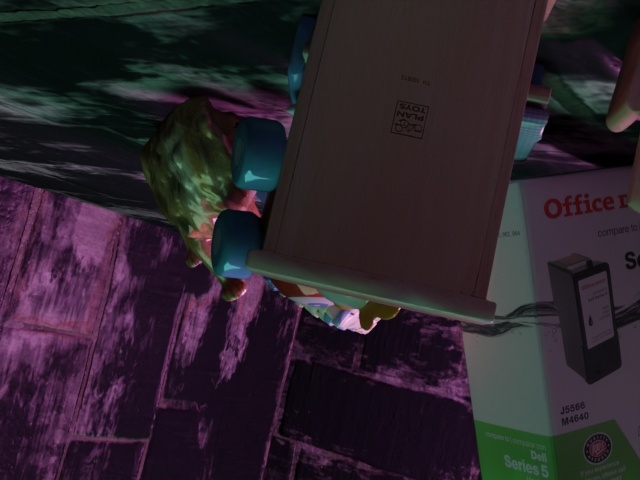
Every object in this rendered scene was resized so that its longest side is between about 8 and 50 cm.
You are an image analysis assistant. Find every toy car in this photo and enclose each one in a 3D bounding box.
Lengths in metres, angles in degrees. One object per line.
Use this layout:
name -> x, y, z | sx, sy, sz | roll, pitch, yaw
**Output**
toy car -> 0.025, 0.012, 0.825 | 0.219, 0.210, 0.238 | 7, -150, -18

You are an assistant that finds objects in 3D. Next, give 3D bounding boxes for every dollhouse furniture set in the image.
dollhouse furniture set -> 0.103, -0.038, 0.602 | 0.286, 0.198, 0.303 | 13, 174, 6

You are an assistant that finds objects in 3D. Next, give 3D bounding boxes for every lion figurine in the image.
lion figurine -> -0.164, -0.073, 1.073 | 0.392, 0.142, 0.240 | 18, 142, 59

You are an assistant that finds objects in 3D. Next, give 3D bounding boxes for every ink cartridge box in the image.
ink cartridge box -> 0.237, 0.072, 0.764 | 0.198, 0.273, 0.115 | -9, -178, -25

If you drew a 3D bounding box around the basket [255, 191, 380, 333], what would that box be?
basket -> 0.000, 0.000, 1.304 | 0.289, 0.201, 0.255 | 40, -176, 16
